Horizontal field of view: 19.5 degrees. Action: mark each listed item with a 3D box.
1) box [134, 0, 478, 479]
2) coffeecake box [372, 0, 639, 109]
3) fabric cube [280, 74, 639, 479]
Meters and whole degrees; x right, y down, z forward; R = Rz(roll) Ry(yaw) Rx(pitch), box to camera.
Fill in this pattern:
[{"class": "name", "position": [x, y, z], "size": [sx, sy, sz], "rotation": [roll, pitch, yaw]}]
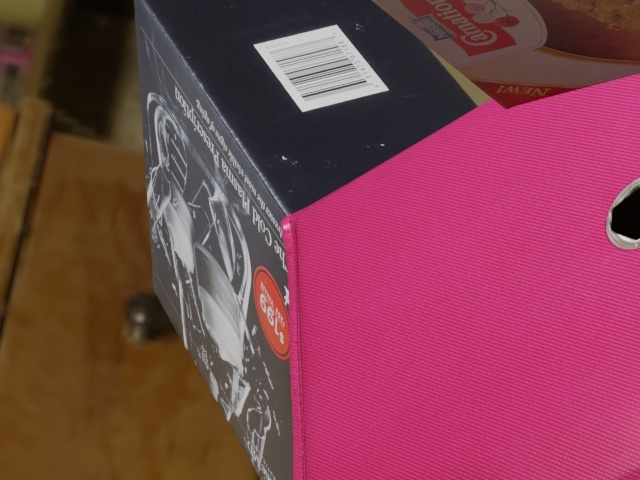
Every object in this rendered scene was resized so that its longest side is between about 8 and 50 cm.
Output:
[{"class": "box", "position": [0.000, 0.000, 1.421], "size": [0.343, 0.179, 0.312], "rotation": [-125, 26, -46]}, {"class": "coffeecake box", "position": [0.105, -0.115, 0.563], "size": [0.142, 0.186, 0.068], "rotation": [30, -126, -52]}, {"class": "fabric cube", "position": [0.158, 0.080, 0.882], "size": [0.258, 0.259, 0.254], "rotation": [-29, 41, 26]}]
